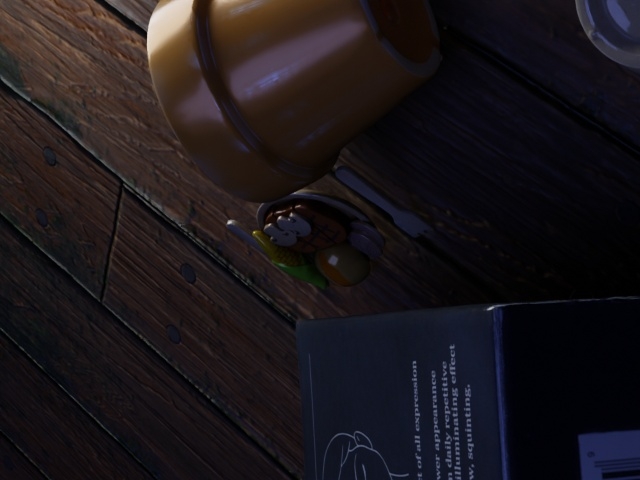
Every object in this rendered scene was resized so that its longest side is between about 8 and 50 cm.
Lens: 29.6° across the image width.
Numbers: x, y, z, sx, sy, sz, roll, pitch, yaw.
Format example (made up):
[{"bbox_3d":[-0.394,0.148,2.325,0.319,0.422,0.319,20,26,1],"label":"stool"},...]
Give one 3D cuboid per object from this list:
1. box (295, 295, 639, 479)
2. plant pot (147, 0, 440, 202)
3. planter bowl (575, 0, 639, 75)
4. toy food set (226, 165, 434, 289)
[{"bbox_3d":[0.141,0.192,0.879,0.395,0.212,0.294,166,102,-71],"label":"box"},{"bbox_3d":[-0.009,-0.159,1.027,0.188,0.205,0.205,-23,95,31],"label":"plant pot"},{"bbox_3d":[0.242,-0.176,0.827,0.162,0.109,0.162,22,126,35],"label":"planter bowl"},{"bbox_3d":[0.000,0.000,1.156,0.132,0.039,0.192,34,144,-26],"label":"toy food set"}]
